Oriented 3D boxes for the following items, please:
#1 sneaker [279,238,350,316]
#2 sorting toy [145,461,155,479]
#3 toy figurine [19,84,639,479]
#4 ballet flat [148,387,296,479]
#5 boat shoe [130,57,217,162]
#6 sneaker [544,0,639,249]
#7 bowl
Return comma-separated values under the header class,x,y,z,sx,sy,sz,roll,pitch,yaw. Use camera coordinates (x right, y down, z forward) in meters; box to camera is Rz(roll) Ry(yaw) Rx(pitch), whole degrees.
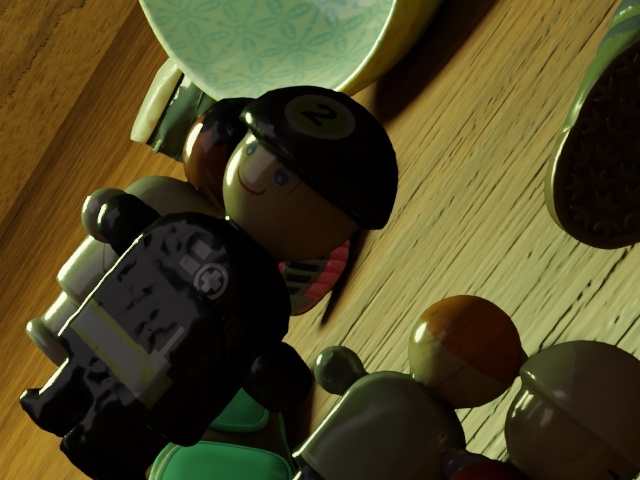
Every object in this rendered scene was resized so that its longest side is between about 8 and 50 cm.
class,x,y,z,sx,sy,sz,roll,pitch,yaw
sneaker,0.000,0.000,1.066,0.057,0.047,0.119,98,-165,-66
sorting toy,-0.100,0.082,1.234,0.208,0.038,0.193,-54,16,23
toy figurine,0.005,0.043,0.627,0.148,0.213,0.209,-51,12,1
ballet flat,-0.055,0.137,0.935,0.247,0.083,0.087,-90,9,-63
boat shoe,-0.101,-0.191,1.670,0.254,0.079,0.095,-59,17,14
sneaker,0.150,-0.085,0.677,0.192,0.064,0.086,-59,7,5
bowl,0.008,-0.240,1.183,0.156,0.289,0.289,-14,-24,-44
